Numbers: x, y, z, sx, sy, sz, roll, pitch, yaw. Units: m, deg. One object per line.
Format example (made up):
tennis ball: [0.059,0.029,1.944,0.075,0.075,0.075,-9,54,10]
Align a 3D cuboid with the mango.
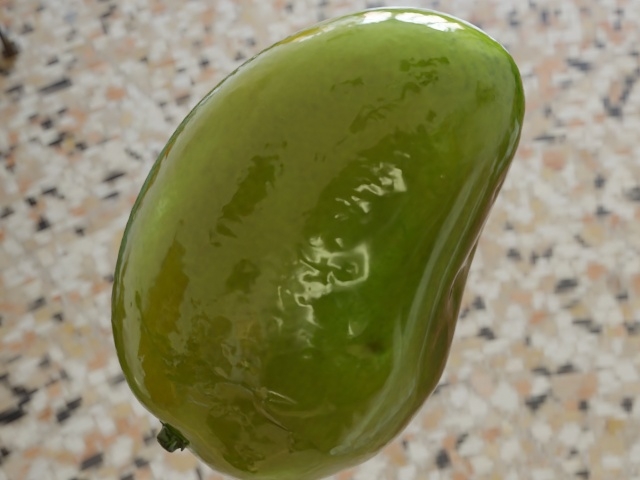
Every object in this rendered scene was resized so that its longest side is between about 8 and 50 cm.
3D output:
mango: [-0.009,0.001,0.893,0.185,0.273,0.149,10,25,-13]
